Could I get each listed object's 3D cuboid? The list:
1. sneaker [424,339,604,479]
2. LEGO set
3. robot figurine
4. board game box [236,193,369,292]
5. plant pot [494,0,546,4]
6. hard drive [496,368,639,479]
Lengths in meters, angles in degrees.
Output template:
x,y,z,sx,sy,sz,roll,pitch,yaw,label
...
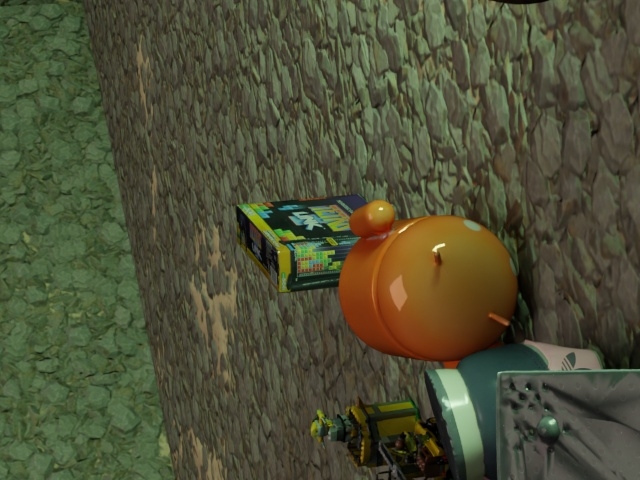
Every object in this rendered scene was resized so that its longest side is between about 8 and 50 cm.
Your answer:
x,y,z,sx,sy,sz,roll,pitch,yaw,label
0.160,0.141,1.200,0.319,0.131,0.112,50,-157,-80,sneaker
0.022,0.330,1.538,0.255,0.192,0.331,-119,28,-52,LEGO set
0.094,0.043,1.328,0.219,0.128,0.158,174,93,-74,robot figurine
0.000,0.000,1.592,0.170,0.141,0.048,-136,41,-65,board game box
0.174,-0.264,0.877,0.230,0.215,0.215,-7,89,59,plant pot
0.179,0.195,0.840,0.172,0.054,0.255,-7,88,47,hard drive
